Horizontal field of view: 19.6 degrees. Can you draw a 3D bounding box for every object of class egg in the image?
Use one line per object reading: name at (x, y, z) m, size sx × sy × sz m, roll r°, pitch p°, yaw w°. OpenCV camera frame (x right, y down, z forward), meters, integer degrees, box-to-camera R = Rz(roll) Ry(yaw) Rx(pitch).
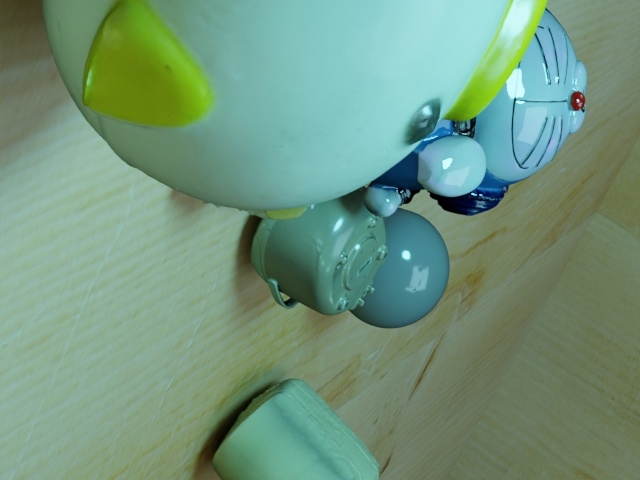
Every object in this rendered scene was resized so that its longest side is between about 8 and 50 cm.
egg at (0.088, 0.038, 2.332) m, size 0.146 × 0.146 × 0.199 m, roll -50°, pitch 170°, yaw -24°

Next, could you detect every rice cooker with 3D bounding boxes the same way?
rice cooker at (0.000, 0.000, 2.030) m, size 0.145 × 0.127 × 0.206 m, roll -50°, pitch 155°, yaw -20°

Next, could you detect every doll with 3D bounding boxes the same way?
doll at (0.147, -0.161, 1.974) m, size 0.310 × 0.240 × 0.284 m, roll -17°, pitch 113°, yaw -44°

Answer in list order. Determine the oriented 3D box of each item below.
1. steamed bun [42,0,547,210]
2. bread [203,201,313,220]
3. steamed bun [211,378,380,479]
steamed bun at (-0.017, -0.202, 1.236) m, size 0.374 × 0.334 × 0.334 m, roll -64°, pitch 164°, yaw 8°
bread at (-0.054, -0.073, 1.722) m, size 0.106 × 0.125 × 0.082 m, roll 106°, pitch -3°, yaw -52°
steamed bun at (-0.033, 0.293, 2.382) m, size 0.155 × 0.200 × 0.250 m, roll -45°, pitch 172°, yaw 10°
